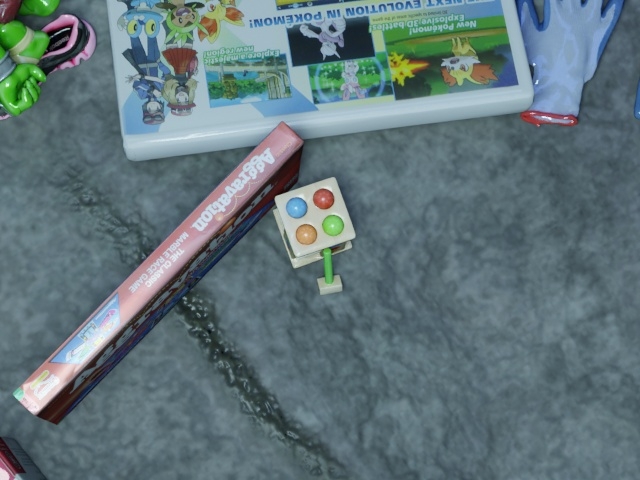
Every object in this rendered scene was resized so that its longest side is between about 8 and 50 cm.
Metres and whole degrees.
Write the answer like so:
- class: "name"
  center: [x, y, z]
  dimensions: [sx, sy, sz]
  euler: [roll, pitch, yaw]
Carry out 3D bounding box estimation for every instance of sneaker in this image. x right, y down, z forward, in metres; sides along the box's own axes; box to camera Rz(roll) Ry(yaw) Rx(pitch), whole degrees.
- class: "sneaker"
  center: [-0.238, -0.146, 1.273]
  dimensions: [0.119, 0.057, 0.047]
  euler: [-41, 87, -7]

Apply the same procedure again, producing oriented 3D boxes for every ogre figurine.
- class: "ogre figurine"
  center: [-0.261, -0.198, 1.215]
  dimensions: [0.097, 0.118, 0.197]
  euler: [-11, 51, 35]

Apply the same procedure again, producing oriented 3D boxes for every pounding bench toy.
- class: "pounding bench toy"
  center: [0.000, 0.000, 1.255]
  dimensions: [0.052, 0.065, 0.083]
  euler: [-19, 82, -6]

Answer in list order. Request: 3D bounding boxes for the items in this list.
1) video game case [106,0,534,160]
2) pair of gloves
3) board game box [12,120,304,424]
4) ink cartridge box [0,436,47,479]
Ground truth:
- class: "video game case"
  center: [-0.013, -0.224, 1.282]
  dimensions: [0.329, 0.036, 0.300]
  euler: [-7, 70, -4]
- class: "pair of gloves"
  center: [0.259, -0.162, 1.318]
  dimensions: [0.198, 0.023, 0.159]
  euler: [9, 82, 0]
- class: "board game box"
  center: [-0.119, 0.030, 1.204]
  dimensions: [0.027, 0.145, 0.281]
  euler: [43, 81, 6]
- class: "ink cartridge box"
  center: [-0.215, 0.236, 1.173]
  dimensions: [0.072, 0.127, 0.175]
  euler: [-39, 84, -7]
